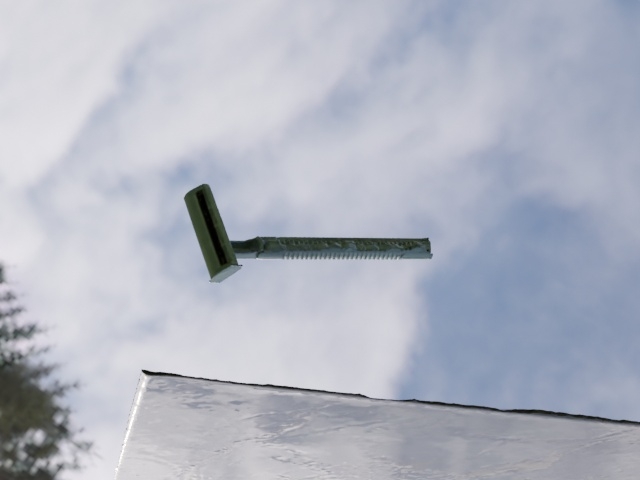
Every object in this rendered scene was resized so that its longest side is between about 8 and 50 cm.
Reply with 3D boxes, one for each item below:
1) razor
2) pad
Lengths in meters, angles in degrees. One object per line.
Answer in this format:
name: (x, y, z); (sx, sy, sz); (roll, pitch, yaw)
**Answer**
razor: (-0.003, 0.005, 1.001); (0.036, 0.211, 0.084); (-55, -137, 38)
pad: (0.085, 0.121, 0.620); (0.247, 0.368, 0.007); (119, -24, -63)
